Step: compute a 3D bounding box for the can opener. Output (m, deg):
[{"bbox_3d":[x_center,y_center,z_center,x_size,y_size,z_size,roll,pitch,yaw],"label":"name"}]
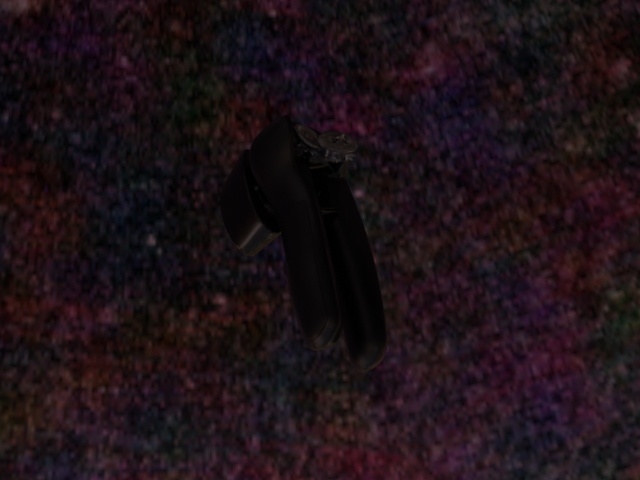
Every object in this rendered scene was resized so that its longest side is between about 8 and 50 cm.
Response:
[{"bbox_3d":[0.000,0.000,0.728,0.059,0.186,0.073,16,117,-26],"label":"can opener"}]
